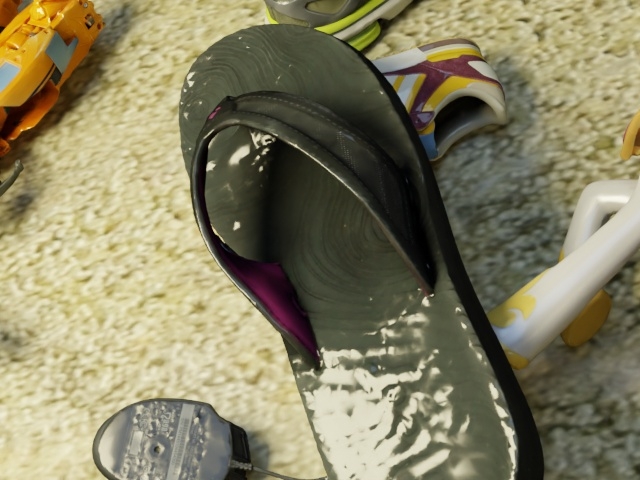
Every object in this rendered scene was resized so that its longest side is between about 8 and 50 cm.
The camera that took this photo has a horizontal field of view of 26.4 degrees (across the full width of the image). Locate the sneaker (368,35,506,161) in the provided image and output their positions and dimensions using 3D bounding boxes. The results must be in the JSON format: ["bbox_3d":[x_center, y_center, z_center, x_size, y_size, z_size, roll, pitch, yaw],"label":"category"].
[{"bbox_3d":[0.049,-0.091,1.037,0.185,0.069,0.084,-23,51,1],"label":"sneaker"}]

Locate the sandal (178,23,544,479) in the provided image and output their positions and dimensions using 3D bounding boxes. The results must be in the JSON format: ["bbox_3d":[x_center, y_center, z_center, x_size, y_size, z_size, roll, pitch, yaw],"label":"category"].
[{"bbox_3d":[0.002,0.000,0.882,0.167,0.107,0.446,-42,52,18],"label":"sandal"}]

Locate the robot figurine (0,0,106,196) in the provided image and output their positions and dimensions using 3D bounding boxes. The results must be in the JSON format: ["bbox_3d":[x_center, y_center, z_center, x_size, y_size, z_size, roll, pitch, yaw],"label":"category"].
[{"bbox_3d":[-0.320,-0.108,1.122,0.211,0.085,0.291,16,59,34],"label":"robot figurine"}]

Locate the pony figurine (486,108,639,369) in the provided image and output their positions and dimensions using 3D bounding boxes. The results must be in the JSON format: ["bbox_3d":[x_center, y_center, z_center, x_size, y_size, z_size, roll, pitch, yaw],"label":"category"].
[{"bbox_3d":[0.302,-0.036,0.845,0.351,0.303,0.363,22,81,35],"label":"pony figurine"}]

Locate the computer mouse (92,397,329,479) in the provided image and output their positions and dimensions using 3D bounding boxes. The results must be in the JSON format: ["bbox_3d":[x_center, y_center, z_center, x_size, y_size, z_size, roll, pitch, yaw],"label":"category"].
[{"bbox_3d":[-0.040,0.158,0.928,0.242,0.041,0.071,10,70,12],"label":"computer mouse"}]

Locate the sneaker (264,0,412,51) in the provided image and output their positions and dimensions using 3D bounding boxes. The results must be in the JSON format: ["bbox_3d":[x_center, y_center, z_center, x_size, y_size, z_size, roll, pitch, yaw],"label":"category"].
[{"bbox_3d":[0.067,-0.269,1.112,0.111,0.121,0.300,37,73,30],"label":"sneaker"}]
